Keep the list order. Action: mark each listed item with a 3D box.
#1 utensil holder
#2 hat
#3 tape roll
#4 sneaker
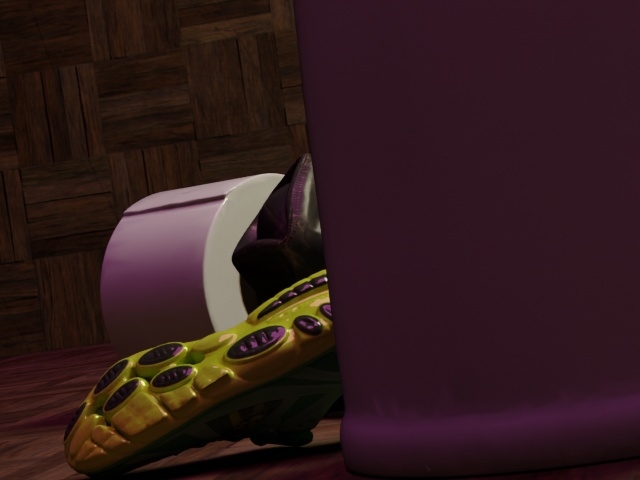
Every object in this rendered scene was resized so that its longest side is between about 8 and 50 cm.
[{"bbox_3d":[0.152,-0.050,1.349,0.327,0.385,0.327,-8,0,0],"label":"utensil holder"},{"bbox_3d":[0.000,0.000,1.812,0.134,0.331,0.331,37,-19,-21],"label":"hat"},{"bbox_3d":[-0.102,0.055,2.106,0.169,0.246,0.246,-9,0,42],"label":"tape roll"},{"bbox_3d":[-0.064,0.130,1.502,0.295,0.123,0.109,-23,33,2],"label":"sneaker"}]
